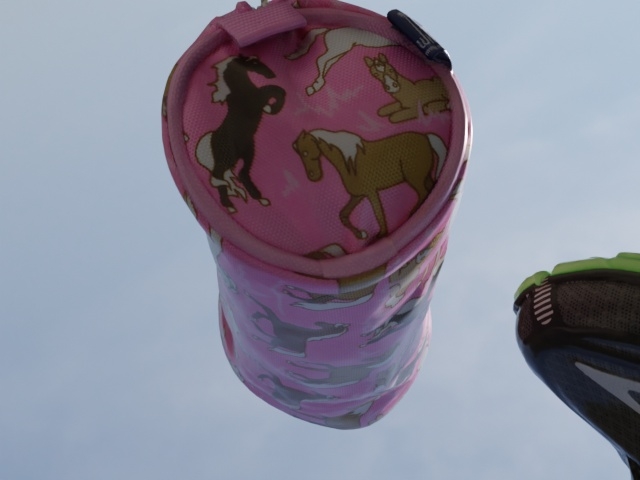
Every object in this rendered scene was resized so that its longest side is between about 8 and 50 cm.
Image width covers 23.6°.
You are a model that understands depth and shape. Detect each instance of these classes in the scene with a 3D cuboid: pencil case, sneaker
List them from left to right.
[{"bbox_3d":[0.000,0.000,0.920,0.386,0.160,0.167,87,28,-70],"label":"pencil case"},{"bbox_3d":[0.290,0.209,0.972,0.202,0.483,0.185,-40,180,-35],"label":"sneaker"}]
